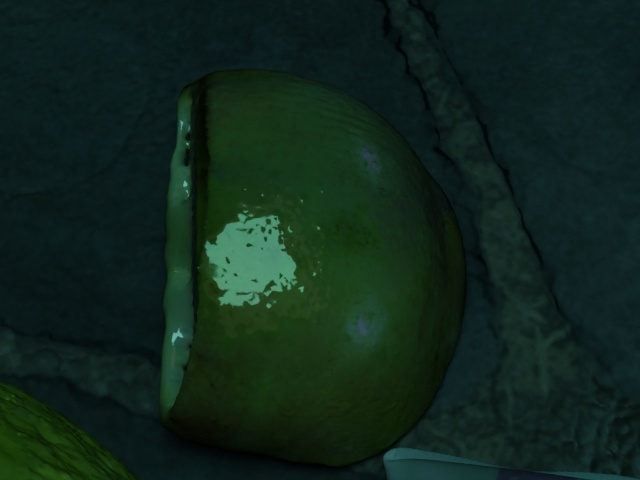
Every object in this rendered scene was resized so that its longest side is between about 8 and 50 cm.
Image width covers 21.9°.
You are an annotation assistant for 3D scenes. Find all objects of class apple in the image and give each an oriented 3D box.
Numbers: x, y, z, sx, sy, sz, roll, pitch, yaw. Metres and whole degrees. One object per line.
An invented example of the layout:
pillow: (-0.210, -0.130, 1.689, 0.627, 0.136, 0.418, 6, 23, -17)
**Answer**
apple: (0.000, 0.000, 1.014, 0.193, 0.120, 0.265, 5, 62, -6)

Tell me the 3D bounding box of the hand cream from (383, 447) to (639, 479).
hand cream: (0.098, 0.188, 0.816, 0.185, 0.118, 0.359, 4, 19, 10)

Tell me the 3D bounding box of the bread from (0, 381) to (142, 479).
bread: (-0.160, 0.262, 0.760, 0.308, 0.348, 0.348, -32, 62, -2)
